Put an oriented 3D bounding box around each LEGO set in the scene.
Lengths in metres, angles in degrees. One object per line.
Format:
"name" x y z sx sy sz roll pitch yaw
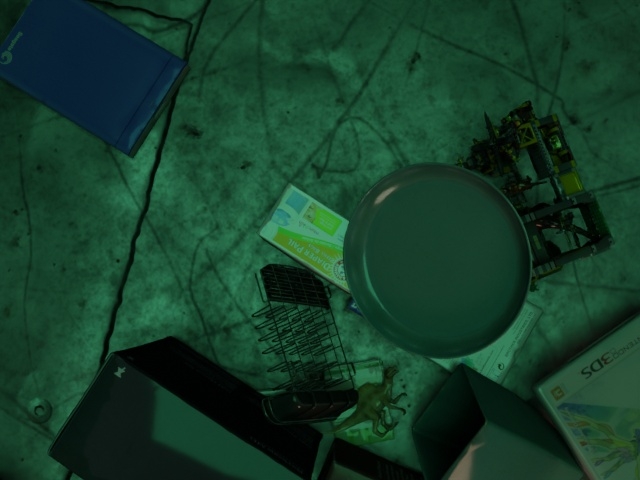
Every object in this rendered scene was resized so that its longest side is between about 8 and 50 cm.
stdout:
"LEGO set" 0.324 -0.056 1.183 0.192 0.255 0.331 -19 93 -17

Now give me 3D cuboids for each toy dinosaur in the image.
"toy dinosaur" 0.095 0.308 1.243 0.183 0.053 0.092 -48 70 5

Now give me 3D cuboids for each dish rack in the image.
"dish rack" -0.035 0.173 1.189 0.074 0.208 0.271 -29 66 27

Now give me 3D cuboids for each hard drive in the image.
"hard drive" -0.442 -0.330 1.317 0.319 0.040 0.210 31 86 3

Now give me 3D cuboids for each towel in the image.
"towel" 0.071 0.301 1.272 0.113 0.023 0.152 -10 87 2

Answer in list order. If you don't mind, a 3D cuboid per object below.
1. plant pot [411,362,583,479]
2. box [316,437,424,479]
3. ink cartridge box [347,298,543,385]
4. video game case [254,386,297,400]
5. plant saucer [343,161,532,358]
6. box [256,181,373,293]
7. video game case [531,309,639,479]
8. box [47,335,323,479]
"plant pot" 0.310 0.359 1.173 0.234 0.165 0.165 26 109 -13
"box" 0.162 0.516 1.187 0.381 0.143 0.191 22 92 4
"ink cartridge box" 0.225 0.128 1.263 0.311 0.065 0.186 31 87 0
"video game case" -0.135 0.369 1.266 0.201 0.023 0.183 -5 85 -1
"plant saucer" 0.187 0.032 1.117 0.318 0.044 0.317 4 98 30
"box" 0.000 0.000 1.254 0.203 0.103 0.114 32 86 3
"video game case" 0.567 0.306 1.161 0.300 0.036 0.329 -32 86 -9
"box" -0.190 0.325 1.099 0.343 0.312 0.179 32 88 5
